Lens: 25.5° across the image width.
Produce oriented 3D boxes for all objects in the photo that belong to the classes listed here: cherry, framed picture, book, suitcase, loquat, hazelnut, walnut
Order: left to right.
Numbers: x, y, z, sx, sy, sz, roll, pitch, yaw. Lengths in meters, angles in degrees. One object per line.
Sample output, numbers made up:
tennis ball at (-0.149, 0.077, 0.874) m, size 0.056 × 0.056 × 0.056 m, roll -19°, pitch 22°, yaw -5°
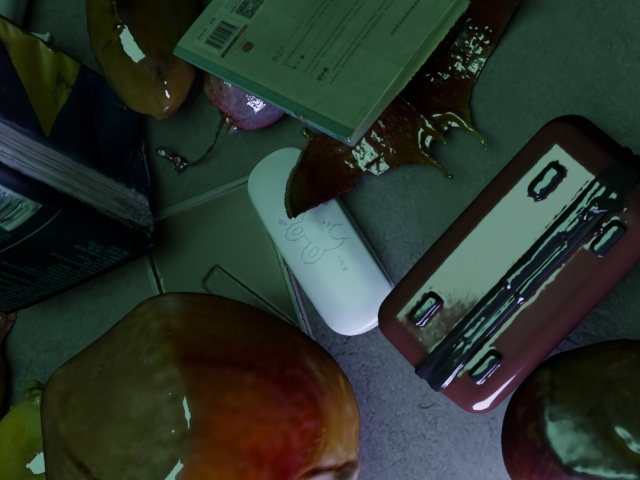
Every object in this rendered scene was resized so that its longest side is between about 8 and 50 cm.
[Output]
loquat at (-0.319, 0.254, 1.701) m, size 0.172 × 0.149 × 0.204 m, roll -35°, pitch 62°, yaw 20°
walnut at (-0.211, -0.258, 1.673) m, size 0.137 × 0.137 × 0.245 m, roll -20°, pitch 81°, yaw 21°
hazelnut at (-0.126, 0.233, 1.531) m, size 0.315 × 0.372 × 0.372 m, roll -163°, pitch 82°, yaw -66°
cherry at (-0.114, -0.156, 1.644) m, size 0.225 × 0.107 × 0.090 m, roll -35°, pitch 57°, yaw 21°
framed picture at (-0.114, 0.063, 1.687) m, size 0.184 × 0.016 × 0.250 m, roll -22°, pitch 81°, yaw 21°
book at (-0.006, -0.236, 1.549) m, size 0.282 × 0.025 × 0.215 m, roll 32°, pitch 78°, yaw 34°
suitcase at (0.210, 0.018, 1.436) m, size 0.161 × 0.236 × 0.297 m, roll 42°, pitch 105°, yaw 6°
hazelnut at (0.303, 0.203, 1.421) m, size 0.234 × 0.218 × 0.218 m, roll 19°, pitch 97°, yaw 21°

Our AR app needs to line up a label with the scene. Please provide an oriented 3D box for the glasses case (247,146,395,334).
glasses case at (0.000, 0.000, 1.615) m, size 0.092 × 0.059 × 0.233 m, roll -34°, pitch 75°, yaw 14°

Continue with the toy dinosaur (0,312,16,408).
toy dinosaur at (-0.470, 0.238, 1.765) m, size 0.208 × 0.097 × 0.432 m, roll -1°, pitch 86°, yaw -14°

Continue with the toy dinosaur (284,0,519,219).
toy dinosaur at (0.098, -0.162, 1.544) m, size 0.327 × 0.113 × 0.206 m, roll -19°, pitch 80°, yaw 14°

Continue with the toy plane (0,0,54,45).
toy plane at (-0.431, -0.282, 1.772) m, size 0.244 × 0.117 × 0.245 m, roll 0°, pitch 89°, yaw 21°

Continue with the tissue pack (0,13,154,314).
tissue pack at (-0.404, -0.097, 1.584) m, size 0.264 × 0.416 × 0.253 m, roll -24°, pitch 62°, yaw 23°
